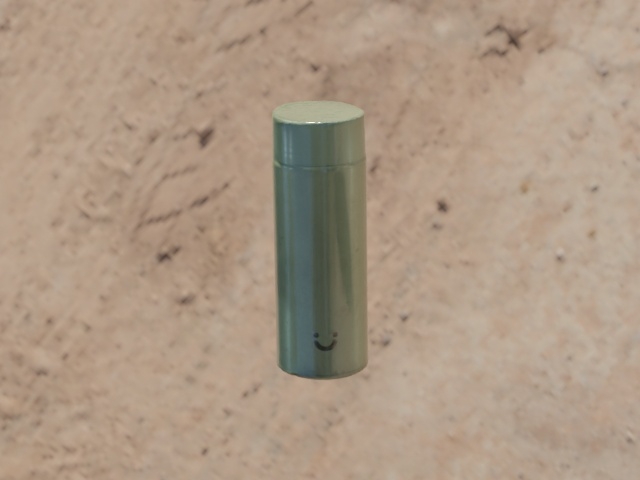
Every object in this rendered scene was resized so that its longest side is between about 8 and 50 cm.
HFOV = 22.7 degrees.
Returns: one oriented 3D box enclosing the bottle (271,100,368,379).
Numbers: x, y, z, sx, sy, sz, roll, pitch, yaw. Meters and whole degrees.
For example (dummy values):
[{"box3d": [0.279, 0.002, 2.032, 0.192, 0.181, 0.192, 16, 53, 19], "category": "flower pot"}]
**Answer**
[{"box3d": [0.000, 0.000, 1.197, 0.072, 0.201, 0.072, -1, 19, 0], "category": "bottle"}]
